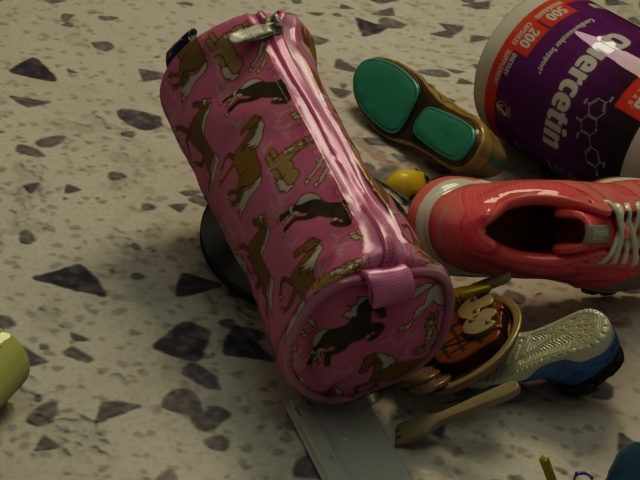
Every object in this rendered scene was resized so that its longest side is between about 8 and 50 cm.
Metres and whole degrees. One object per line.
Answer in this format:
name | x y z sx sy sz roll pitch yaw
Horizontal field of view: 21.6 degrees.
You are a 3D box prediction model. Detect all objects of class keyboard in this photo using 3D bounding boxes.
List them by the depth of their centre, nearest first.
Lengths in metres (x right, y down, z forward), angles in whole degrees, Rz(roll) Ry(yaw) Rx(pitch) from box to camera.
keyboard | 0.044 0.199 1.300 0.072 0.014 0.256 2 31 -23

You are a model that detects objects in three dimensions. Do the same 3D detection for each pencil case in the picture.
pencil case | -0.017 -0.038 1.448 0.160 0.167 0.386 -30 48 5

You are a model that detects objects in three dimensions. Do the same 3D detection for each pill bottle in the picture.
pill bottle | 0.325 -0.127 1.763 0.181 0.181 0.323 -16 38 -36

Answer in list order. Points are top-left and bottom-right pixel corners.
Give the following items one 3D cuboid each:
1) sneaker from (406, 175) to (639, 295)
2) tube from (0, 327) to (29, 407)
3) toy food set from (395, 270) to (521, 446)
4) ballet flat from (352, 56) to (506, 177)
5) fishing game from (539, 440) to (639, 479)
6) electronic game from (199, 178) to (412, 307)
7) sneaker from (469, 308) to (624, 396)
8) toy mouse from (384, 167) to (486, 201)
sneaker | 0.243 0.000 1.539 0.314 0.116 0.136 0 3 -20
tube | -0.302 0.148 1.244 0.070 0.062 0.240 -21 18 36
toy food set | 0.108 0.084 1.424 0.132 0.038 0.192 -25 26 16
ballet flat | 0.118 -0.128 1.832 0.073 0.080 0.232 24 14 -43
fishing game | 0.291 0.190 1.183 0.264 0.189 0.041 0 53 16
electronic game | 0.000 0.000 1.586 0.229 0.048 0.229 5 39 -4
sneaker | 0.189 0.109 1.458 0.152 0.084 0.058 -18 54 17
toy mouse | 0.130 -0.036 1.702 0.161 0.031 0.143 -13 37 -33
